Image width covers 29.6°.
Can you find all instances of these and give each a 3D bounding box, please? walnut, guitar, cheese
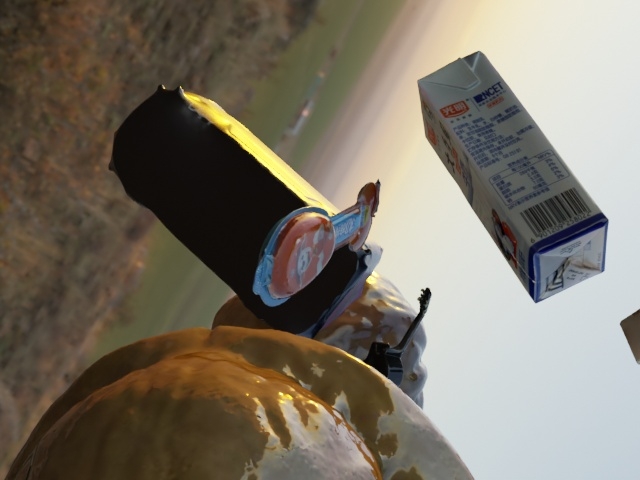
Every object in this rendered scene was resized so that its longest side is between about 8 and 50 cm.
[{"bbox_3d":[-0.014,0.192,1.791,0.306,0.344,0.306,174,-90,-67],"label":"walnut"},{"bbox_3d":[-0.056,0.257,0.772,0.383,0.383,0.383,-61,180,0],"label":"walnut"},{"bbox_3d":[0.092,0.143,1.549,0.088,0.025,0.233,-107,-148,-43],"label":"guitar"},{"bbox_3d":[0.000,0.000,1.310,0.256,0.037,0.106,-28,134,-53],"label":"cheese"}]

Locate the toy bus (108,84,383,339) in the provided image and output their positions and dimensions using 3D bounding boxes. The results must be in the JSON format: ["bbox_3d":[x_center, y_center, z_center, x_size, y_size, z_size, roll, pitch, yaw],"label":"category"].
[{"bbox_3d":[-0.100,-0.040,1.625,0.171,0.386,0.162,-51,166,11],"label":"toy bus"}]

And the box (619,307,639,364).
[{"bbox_3d":[0.539,0.084,1.377,0.214,0.353,0.069,-46,-133,40],"label":"box"}]

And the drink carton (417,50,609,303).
[{"bbox_3d":[0.236,-0.085,1.542,0.106,0.315,0.130,-25,147,-7],"label":"drink carton"}]
